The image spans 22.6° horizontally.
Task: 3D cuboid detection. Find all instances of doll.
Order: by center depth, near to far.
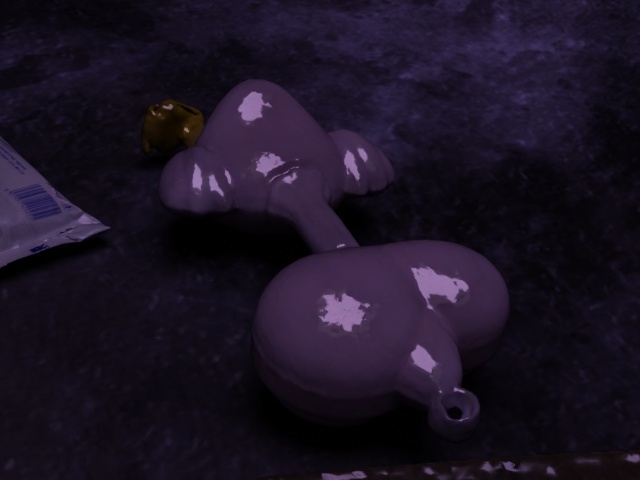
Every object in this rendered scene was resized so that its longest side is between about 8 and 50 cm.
[{"bbox_3d":[0.000,-0.001,0.981,0.160,0.094,0.365,-7,38,-24],"label":"doll"}]

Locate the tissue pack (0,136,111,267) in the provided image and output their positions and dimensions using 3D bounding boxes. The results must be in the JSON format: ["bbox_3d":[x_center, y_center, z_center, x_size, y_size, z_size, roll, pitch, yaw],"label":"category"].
[{"bbox_3d":[-0.240,-0.037,1.042,0.122,0.026,0.193,-22,45,-35],"label":"tissue pack"}]

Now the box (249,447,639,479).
[{"bbox_3d":[0.097,0.202,0.677,0.273,0.143,0.184,-3,37,-13],"label":"box"}]
